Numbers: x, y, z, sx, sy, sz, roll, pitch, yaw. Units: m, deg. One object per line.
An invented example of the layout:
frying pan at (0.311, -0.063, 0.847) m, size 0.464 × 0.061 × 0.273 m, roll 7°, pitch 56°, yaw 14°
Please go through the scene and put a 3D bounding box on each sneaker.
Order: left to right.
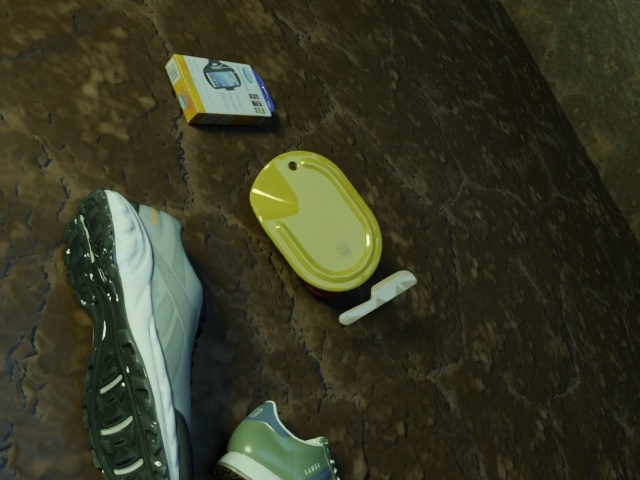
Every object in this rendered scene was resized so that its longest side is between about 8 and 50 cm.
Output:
sneaker at (-0.134, 0.084, 0.480) m, size 0.108 × 0.100 × 0.272 m, roll 11°, pitch 58°, yaw -47°
sneaker at (-0.004, 0.226, 0.541) m, size 0.192 × 0.064 × 0.086 m, roll 41°, pitch 47°, yaw -14°

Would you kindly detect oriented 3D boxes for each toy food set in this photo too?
toy food set at (0.000, 0.000, 0.703) m, size 0.128 × 0.071 × 0.218 m, roll -35°, pitch 90°, yaw -27°

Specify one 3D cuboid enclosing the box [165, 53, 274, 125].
box at (-0.119, -0.184, 0.724) m, size 0.136 × 0.028 × 0.081 m, roll -9°, pitch 72°, yaw -51°
